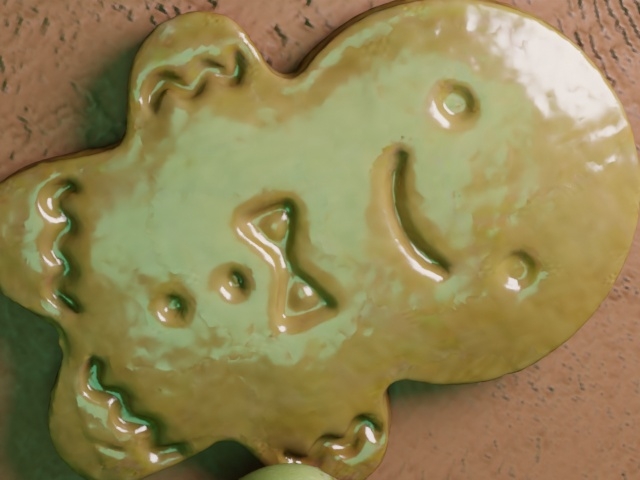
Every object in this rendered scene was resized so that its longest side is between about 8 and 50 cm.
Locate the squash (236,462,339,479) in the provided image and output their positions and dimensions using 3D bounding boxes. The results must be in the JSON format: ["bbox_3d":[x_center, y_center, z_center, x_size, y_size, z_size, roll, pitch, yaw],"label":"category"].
[{"bbox_3d":[-0.081,0.206,0.924,0.250,0.083,0.083,-38,100,15],"label":"squash"}]

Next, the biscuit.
[{"bbox_3d":[0.000,0.000,0.923,0.355,0.052,0.275,-17,101,1],"label":"biscuit"}]
